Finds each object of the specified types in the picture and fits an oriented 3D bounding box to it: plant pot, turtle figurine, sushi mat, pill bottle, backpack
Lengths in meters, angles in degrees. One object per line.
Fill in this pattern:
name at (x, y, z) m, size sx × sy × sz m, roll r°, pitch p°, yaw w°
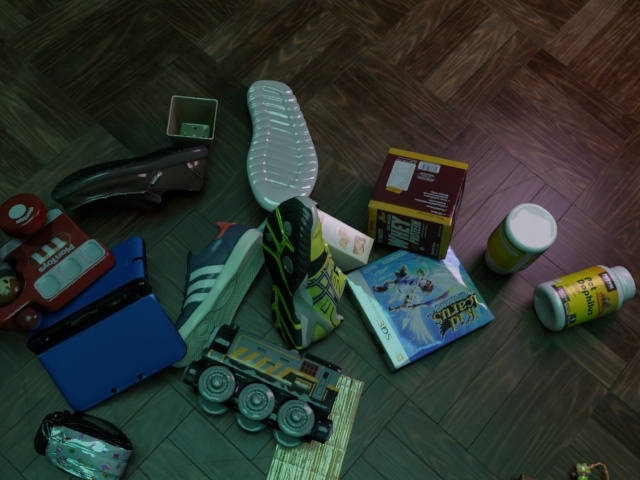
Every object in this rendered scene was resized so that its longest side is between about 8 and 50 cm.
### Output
plant pot at (-0.308, -0.274, 1.874) m, size 0.109 × 0.096 × 0.108 m, roll 5°, pitch 68°, yaw -5°
turtle figurine at (0.518, 0.583, 1.629) m, size 0.218 × 0.087 × 0.269 m, roll 14°, pitch 68°, yaw -1°
sushi mat at (-0.014, 0.428, 1.670) m, size 0.152 × 0.019 × 0.316 m, roll 16°, pitch 68°, yaw 1°
pill bottle at (0.452, 0.006, 1.787) m, size 0.118 × 0.208 × 0.117 m, roll 2°, pitch 69°, yaw -5°
backpack at (-0.474, 0.420, 1.567) m, size 0.182 × 0.152 × 0.115 m, roll 24°, pitch 84°, yaw 0°
pill bottle at (0.615, 0.128, 1.805) m, size 0.215 × 0.117 × 0.117 m, roll -16°, pitch 71°, yaw -13°

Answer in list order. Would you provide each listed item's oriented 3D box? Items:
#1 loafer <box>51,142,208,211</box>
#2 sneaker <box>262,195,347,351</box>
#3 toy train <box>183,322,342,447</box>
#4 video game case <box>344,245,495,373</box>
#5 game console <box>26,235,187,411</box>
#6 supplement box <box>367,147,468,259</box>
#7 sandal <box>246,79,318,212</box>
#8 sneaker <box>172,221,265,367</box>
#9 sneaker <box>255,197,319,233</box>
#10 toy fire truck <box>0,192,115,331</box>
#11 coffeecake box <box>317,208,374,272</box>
loafer at (-0.415, -0.120, 1.753) m, size 0.366 × 0.134 × 0.130 m, roll -17°, pitch 108°, yaw -23°
sneaker at (-0.026, 0.059, 1.653) m, size 0.147 × 0.384 × 0.145 m, roll -22°, pitch 45°, yaw -26°
toy train at (-0.114, 0.302, 1.635) m, size 0.334 × 0.142 × 0.190 m, roll 23°, pitch 61°, yaw 5°
video game case at (0.224, 0.139, 1.789) m, size 0.270 × 0.061 × 0.244 m, roll -25°, pitch 74°, yaw -15°
game console at (-0.455, 0.175, 1.662) m, size 0.293 × 0.173 × 0.250 m, roll -28°, pitch 40°, yaw 8°
supplement box at (0.225, -0.087, 1.802) m, size 0.192 × 0.129 × 0.194 m, roll 14°, pitch 54°, yaw 12°
sandal at (-0.100, -0.219, 1.878) m, size 0.170 × 0.102 × 0.416 m, roll 4°, pitch 54°, yaw -11°
sneaker at (-0.261, 0.111, 1.726) m, size 0.148 × 0.131 × 0.350 m, roll 25°, pitch 72°, yaw 27°
sneaker at (-0.101, -0.053, 1.834) m, size 0.191 × 0.071 × 0.083 m, roll -32°, pitch 62°, yaw -20°
toy fire truck at (-0.614, 0.065, 1.626) m, size 0.302 × 0.169 × 0.254 m, roll -41°, pitch 56°, yaw -18°
coffeecake box at (0.000, 0.000, 1.741) m, size 0.186 × 0.142 × 0.068 m, roll 28°, pitch 65°, yaw -22°
